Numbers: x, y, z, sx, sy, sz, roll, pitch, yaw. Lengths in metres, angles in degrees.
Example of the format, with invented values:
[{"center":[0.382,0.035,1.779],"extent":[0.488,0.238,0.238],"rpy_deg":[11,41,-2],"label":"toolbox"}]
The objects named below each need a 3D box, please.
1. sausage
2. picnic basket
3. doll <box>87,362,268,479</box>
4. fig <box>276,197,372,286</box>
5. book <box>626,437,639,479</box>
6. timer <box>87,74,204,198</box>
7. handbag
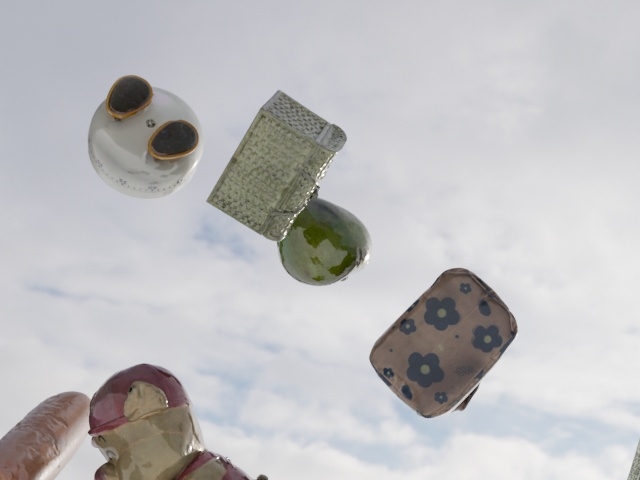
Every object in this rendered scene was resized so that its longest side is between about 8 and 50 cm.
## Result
[{"center":[-0.362,0.267,1.057],"extent":[0.086,0.086,0.289],"rpy_deg":[18,10,-2],"label":"sausage"},{"center":[-0.066,-0.120,1.391],"extent":[0.154,0.134,0.196],"rpy_deg":[33,-67,-3],"label":"picnic basket"},{"center":[-0.193,0.278,1.029],"extent":[0.196,0.152,0.256],"rpy_deg":[-40,-97,40],"label":"doll"},{"center":[0.000,0.000,1.644],"extent":[0.191,0.181,0.181],"rpy_deg":[56,-37,-1],"label":"fig"},{"center":[0.632,0.445,1.593],"extent":[0.027,0.264,0.202],"rpy_deg":[12,-17,39],"label":"book"},{"center":[-0.355,-0.192,1.697],"extent":[0.233,0.234,0.240],"rpy_deg":[22,-28,-8],"label":"timer"},{"center":[0.235,0.195,1.520],"extent":[0.190,0.251,0.193],"rpy_deg":[44,1,18],"label":"handbag"}]
